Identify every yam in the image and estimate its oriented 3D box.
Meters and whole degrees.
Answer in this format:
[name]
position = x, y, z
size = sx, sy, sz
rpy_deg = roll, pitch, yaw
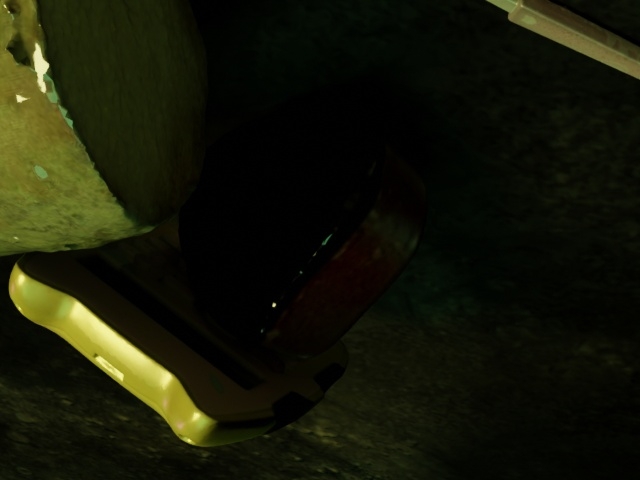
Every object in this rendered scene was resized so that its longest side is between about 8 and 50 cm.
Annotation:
[yam]
position = -0.175, -0.067, 0.582
size = 0.304, 0.168, 0.168
rpy_deg = -7, 141, 36

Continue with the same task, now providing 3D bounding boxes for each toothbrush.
[toothbrush]
position = 0.102, -0.091, 0.548
size = 0.194, 0.017, 0.014
rpy_deg = 21, 154, -11

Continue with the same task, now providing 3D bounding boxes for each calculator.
[calculator]
position = -0.065, 0.043, 0.684
size = 0.157, 0.236, 0.033
rpy_deg = 36, 106, 12

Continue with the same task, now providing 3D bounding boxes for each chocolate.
[chocolate]
position = 0.000, 0.000, 0.659
size = 0.148, 0.125, 0.080
rpy_deg = -21, 148, 41
